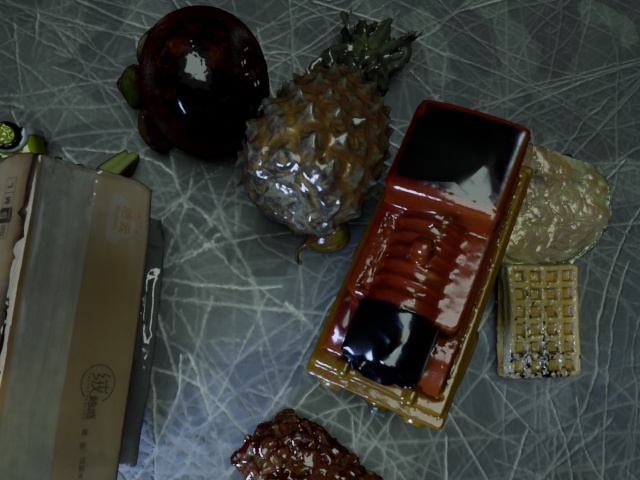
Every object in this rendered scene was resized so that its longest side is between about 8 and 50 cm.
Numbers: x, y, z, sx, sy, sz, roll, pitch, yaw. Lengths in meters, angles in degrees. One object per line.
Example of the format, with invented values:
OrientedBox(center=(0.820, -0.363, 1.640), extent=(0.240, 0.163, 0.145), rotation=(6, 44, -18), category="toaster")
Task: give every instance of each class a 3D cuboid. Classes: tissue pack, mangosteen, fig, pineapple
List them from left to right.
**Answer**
OrientedBox(center=(-0.275, 0.095, 0.553), extent=(0.239, 0.238, 0.305), rotation=(3, 75, -6), category="tissue pack")
OrientedBox(center=(-0.160, -0.191, 0.648), extent=(0.200, 0.200, 0.199), rotation=(2, 76, -7), category="mangosteen")
OrientedBox(center=(0.000, 0.000, 0.676), extent=(0.083, 0.050, 0.050), rotation=(-35, 82, 6), category="fig")
OrientedBox(center=(0.033, -0.167, 0.657), extent=(0.175, 0.175, 0.361), rotation=(31, 54, 1), category="pineapple")

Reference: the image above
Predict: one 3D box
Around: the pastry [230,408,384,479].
OrientedBox(center=(0.002, 0.279, 0.574), extent=(0.208, 0.097, 0.115), rotation=(39, 67, 6), category="pastry")

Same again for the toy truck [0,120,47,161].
OrientedBox(center=(-0.396, -0.100, 0.640), extent=(0.111, 0.076, 0.076), rotation=(-13, 98, -9), category="toy truck")

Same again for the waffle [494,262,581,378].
OrientedBox(center=(0.277, 0.102, 0.667), extent=(0.103, 0.042, 0.147), rotation=(0, 89, -7), category="waffle")

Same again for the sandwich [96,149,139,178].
OrientedBox(center=(-0.261, -0.083, 0.665), extent=(0.031, 0.083, 0.044), rotation=(28, 118, -5), category="sandwich")

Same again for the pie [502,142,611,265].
OrientedBox(center=(0.289, -0.047, 0.716), extent=(0.218, 0.052, 0.184), rotation=(16, 74, -4), category="pie")

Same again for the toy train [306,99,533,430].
OrientedBox(center=(0.120, 0.009, 0.574), extent=(0.163, 0.231, 0.369), rotation=(20, 74, 16), category="toy train")
